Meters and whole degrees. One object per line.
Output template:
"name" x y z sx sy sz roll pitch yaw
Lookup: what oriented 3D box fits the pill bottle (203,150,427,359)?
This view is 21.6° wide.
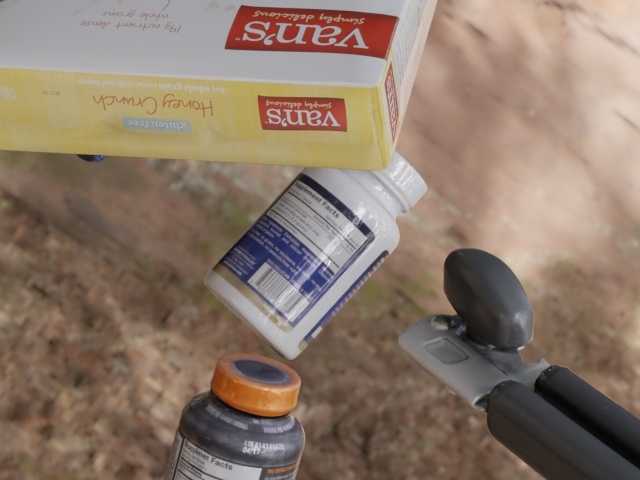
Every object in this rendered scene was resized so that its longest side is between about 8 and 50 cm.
"pill bottle" 0.000 0.000 1.275 0.094 0.169 0.094 42 -6 6

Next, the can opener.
"can opener" 0.144 0.099 1.091 0.074 0.093 0.280 -17 34 -25

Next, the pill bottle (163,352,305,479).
"pill bottle" -0.091 0.240 1.699 0.130 0.245 0.130 15 16 -4

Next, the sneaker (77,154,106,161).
"sneaker" -0.286 -0.150 1.624 0.221 0.083 0.087 48 58 -29

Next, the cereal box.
"cereal box" -0.034 -0.123 0.704 0.173 0.047 0.240 3 42 13
